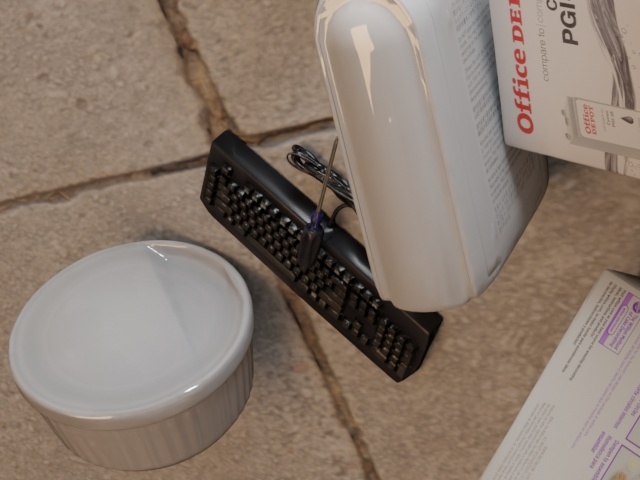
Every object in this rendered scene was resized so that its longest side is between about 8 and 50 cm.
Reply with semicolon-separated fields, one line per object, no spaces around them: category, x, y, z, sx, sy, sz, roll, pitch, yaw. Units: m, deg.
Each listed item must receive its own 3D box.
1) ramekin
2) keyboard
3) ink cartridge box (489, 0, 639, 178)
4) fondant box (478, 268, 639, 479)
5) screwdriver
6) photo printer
ramekin;-0.196;0.135;2.092;0.273;0.273;0.127;24;145;35
keyboard;0.000;0.000;1.958;0.317;0.033;0.201;41;140;18
ink cartridge box;0.275;-0.154;1.473;0.283;0.117;0.207;17;128;39
fondant box;0.327;0.209;1.604;0.330;0.096;0.238;34;100;27
screwdriver;0.003;-0.039;1.892;0.024;0.025;0.170;37;130;25
photo printer;0.095;-0.131;1.580;0.107;0.256;0.307;-3;117;25
